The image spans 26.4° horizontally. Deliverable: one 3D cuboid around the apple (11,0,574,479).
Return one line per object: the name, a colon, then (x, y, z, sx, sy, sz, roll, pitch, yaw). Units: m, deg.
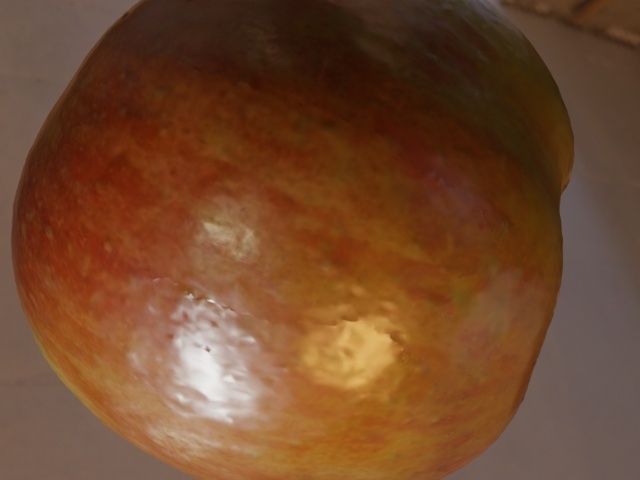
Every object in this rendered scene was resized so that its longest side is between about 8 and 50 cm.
apple: (0.000, 0.000, 0.695, 0.301, 0.301, 0.301, 31, -139, -31)
